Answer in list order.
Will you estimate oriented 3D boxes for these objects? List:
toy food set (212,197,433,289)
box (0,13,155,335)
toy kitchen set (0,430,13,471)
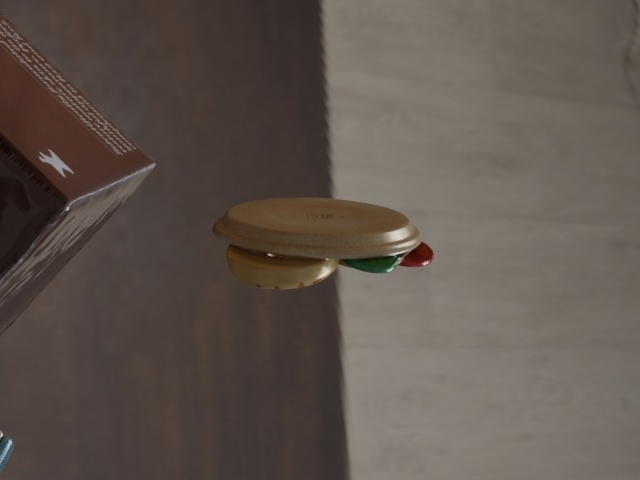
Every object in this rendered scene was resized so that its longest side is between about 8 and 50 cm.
[{"bbox_3d":[0.000,0.000,0.613,0.083,0.083,0.020,-1,103,-17],"label":"toy food set"},{"bbox_3d":[-0.226,-0.015,0.818,0.168,0.167,0.203,44,103,0],"label":"box"},{"bbox_3d":[-0.208,0.238,0.988,0.166,0.207,0.122,29,40,-7],"label":"toy kitchen set"}]
